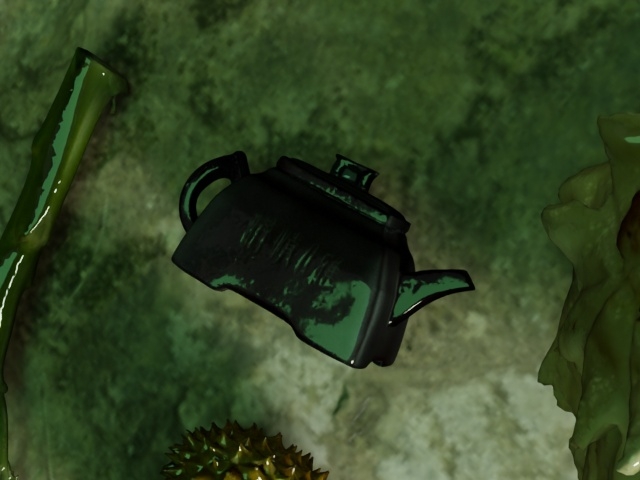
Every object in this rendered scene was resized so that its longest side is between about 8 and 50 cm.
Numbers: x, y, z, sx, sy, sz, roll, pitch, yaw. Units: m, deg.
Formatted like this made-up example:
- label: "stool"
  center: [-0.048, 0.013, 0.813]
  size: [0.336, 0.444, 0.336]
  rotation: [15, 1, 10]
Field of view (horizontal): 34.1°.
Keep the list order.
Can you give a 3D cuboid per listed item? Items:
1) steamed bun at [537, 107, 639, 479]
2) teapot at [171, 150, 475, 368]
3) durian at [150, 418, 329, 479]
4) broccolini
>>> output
- label: "steamed bun"
  center: [0.169, 0.031, 0.399]
  size: [0.137, 0.292, 0.295]
  rotation: [19, 93, -17]
- label: "teapot"
  center: [0.000, 0.000, 0.578]
  size: [0.177, 0.087, 0.096]
  rotation: [28, 94, 19]
- label: "durian"
  center: [-0.044, 0.190, 0.570]
  size: [0.168, 0.137, 0.158]
  rotation: [48, 125, 2]
- label: "broccolini"
  center: [-0.193, 0.073, 0.668]
  size: [0.079, 0.074, 0.392]
  rotation: [34, 103, 60]
